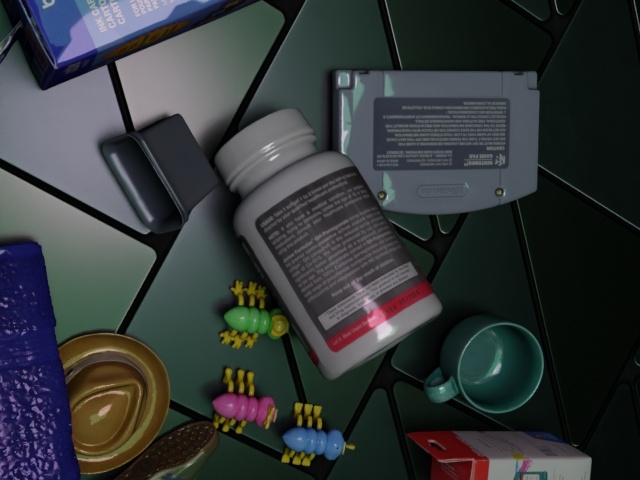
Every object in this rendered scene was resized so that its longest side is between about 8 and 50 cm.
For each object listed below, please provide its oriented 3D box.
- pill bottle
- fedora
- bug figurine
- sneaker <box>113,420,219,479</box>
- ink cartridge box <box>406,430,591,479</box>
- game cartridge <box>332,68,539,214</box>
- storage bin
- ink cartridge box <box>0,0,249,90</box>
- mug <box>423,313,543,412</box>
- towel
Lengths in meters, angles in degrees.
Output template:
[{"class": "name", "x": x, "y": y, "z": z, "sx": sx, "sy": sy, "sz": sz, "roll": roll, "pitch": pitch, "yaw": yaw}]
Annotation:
[{"class": "pill bottle", "x": 0.000, "y": 0.000, "z": 1.441, "sx": 0.176, "sy": 0.176, "sz": 0.319, "roll": -30, "pitch": 82, "yaw": -12}, {"class": "fedora", "x": -0.279, "y": 0.214, "z": 1.465, "sx": 0.194, "sy": 0.079, "sz": 0.194, "roll": -2, "pitch": 97, "yaw": -18}, {"class": "bug figurine", "x": -0.036, "y": 0.173, "z": 1.541, "sx": 0.216, "sy": 0.072, "sz": 0.279, "roll": 8, "pitch": 95, "yaw": -18}, {"class": "sneaker", "x": -0.208, "y": 0.324, "z": 1.517, "sx": 0.192, "sy": 0.064, "sz": 0.086, "roll": -36, "pitch": 131, "yaw": -22}, {"class": "ink cartridge box", "x": 0.245, "y": 0.322, "z": 1.616, "sx": 0.230, "sy": 0.134, "sz": 0.078, "roll": 3, "pitch": 97, "yaw": -17}, {"class": "game cartridge", "x": 0.157, "y": -0.135, "z": 1.574, "sx": 0.297, "sy": 0.062, "sz": 0.198, "roll": -2, "pitch": 102, "yaw": -17}, {"class": "storage bin", "x": -0.198, "y": -0.090, "z": 1.454, "sx": 0.091, "sy": 0.098, "sz": 0.135, "roll": -40, "pitch": 108, "yaw": -38}, {"class": "ink cartridge box", "x": -0.220, "y": -0.297, "z": 1.318, "sx": 0.395, "sy": 0.270, "sz": 0.151, "roll": -24, "pitch": 98, "yaw": -13}, {"class": "mug", "x": 0.220, "y": 0.166, "z": 1.607, "sx": 0.157, "sy": 0.097, "sz": 0.130, "roll": 10, "pitch": 94, "yaw": -18}, {"class": "towel", "x": -0.419, "y": 0.164, "z": 1.364, "sx": 0.227, "sy": 0.076, "sz": 0.308, "roll": -8, "pitch": 81, "yaw": -31}]
